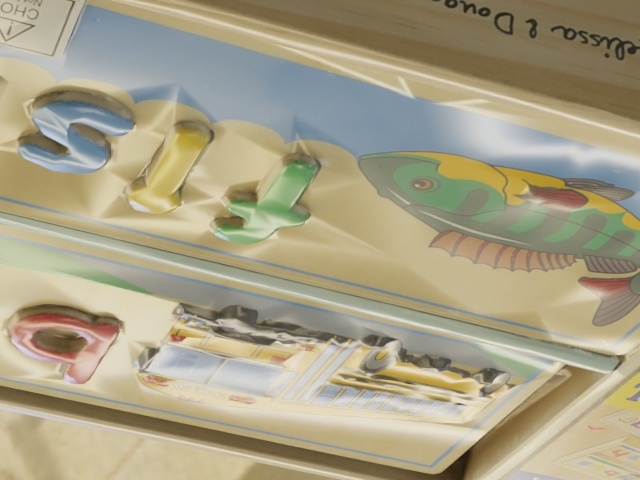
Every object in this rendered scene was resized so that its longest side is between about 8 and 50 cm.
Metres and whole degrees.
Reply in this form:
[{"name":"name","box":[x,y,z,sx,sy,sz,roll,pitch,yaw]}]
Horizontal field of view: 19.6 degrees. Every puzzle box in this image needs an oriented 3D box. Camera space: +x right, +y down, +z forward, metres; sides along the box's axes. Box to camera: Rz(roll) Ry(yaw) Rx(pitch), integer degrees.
[{"name":"puzzle box","box":[0.000,0.000,0.607,0.272,0.408,0.052,128,-29,-56]}]
